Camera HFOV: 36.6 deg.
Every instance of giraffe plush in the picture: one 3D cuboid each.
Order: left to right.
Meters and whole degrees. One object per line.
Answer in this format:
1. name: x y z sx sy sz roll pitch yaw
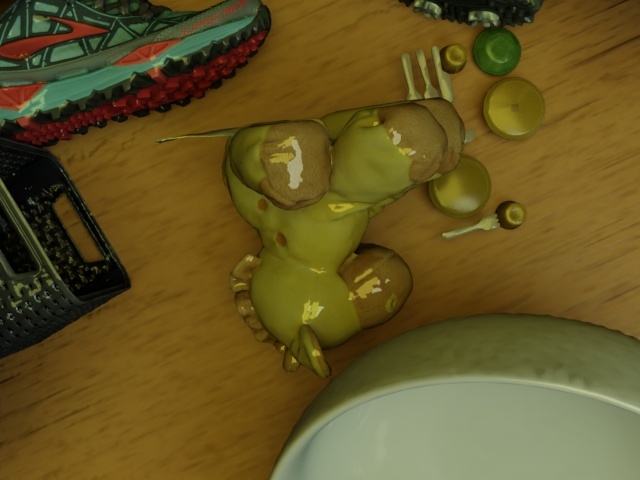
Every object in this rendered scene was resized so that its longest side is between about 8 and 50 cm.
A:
1. giraffe plush: 0.000 0.000 0.665 0.210 0.181 0.170 -6 99 20

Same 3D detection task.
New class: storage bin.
1. storage bin: -0.208 0.006 0.657 0.084 0.180 0.122 -30 91 1

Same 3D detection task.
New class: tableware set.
1. tableware set: 0.122 -0.081 0.736 0.104 0.024 0.154 -14 90 -3

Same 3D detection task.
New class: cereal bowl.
1. cereal bowl: 0.140 0.181 0.647 0.339 0.141 0.339 8 123 13

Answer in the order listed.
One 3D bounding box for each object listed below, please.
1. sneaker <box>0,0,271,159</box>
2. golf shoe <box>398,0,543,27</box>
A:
1. sneaker: -0.168 -0.148 0.695 0.262 0.104 0.125 -17 89 0
2. golf shoe: 0.048 -0.247 0.695 0.273 0.105 0.120 26 85 0
